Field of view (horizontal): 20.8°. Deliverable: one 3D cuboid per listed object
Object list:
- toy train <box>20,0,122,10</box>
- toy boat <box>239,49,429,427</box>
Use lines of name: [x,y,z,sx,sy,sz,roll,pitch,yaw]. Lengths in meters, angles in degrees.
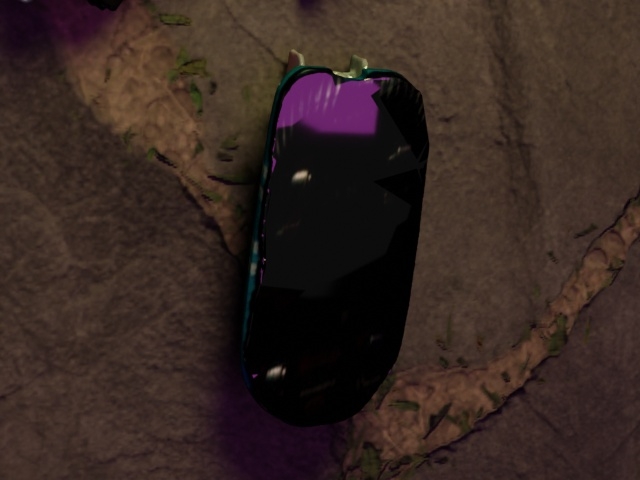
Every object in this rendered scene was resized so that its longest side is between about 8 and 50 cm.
toy train: [-0.137,-0.254,1.288,0.136,0.091,0.227,37,89,-38]
toy boat: [0.000,0.000,1.425,0.134,0.092,0.298,2,107,-21]
